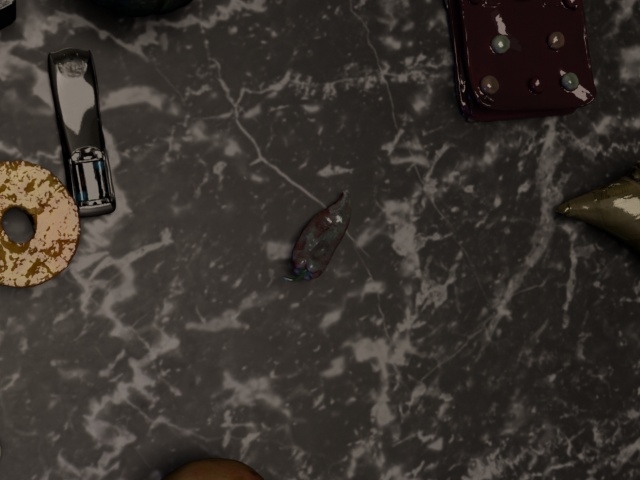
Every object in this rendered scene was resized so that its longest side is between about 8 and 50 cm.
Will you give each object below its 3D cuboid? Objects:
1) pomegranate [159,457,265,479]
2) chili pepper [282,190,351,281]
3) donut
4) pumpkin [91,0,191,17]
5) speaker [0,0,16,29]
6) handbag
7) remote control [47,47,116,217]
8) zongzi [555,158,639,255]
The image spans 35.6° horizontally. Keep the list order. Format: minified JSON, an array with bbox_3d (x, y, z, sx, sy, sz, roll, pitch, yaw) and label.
[{"bbox_3d":[-0.131,0.349,1.164,0.191,0.191,0.191,2,85,-18],"label":"pomegranate"},{"bbox_3d":[-0.001,0.000,1.312,0.050,0.041,0.153,47,56,-29],"label":"chili pepper"},{"bbox_3d":[-0.361,-0.019,1.189,0.151,0.058,0.152,1,86,-18],"label":"donut"},{"bbox_3d":[-0.231,-0.368,1.213,0.211,0.152,0.212,21,51,-28],"label":"pumpkin"},{"bbox_3d":[-0.438,-0.357,1.185,0.044,0.082,0.218,-32,94,-17],"label":"speaker"},{"bbox_3d":[0.286,-0.282,1.413,0.203,0.074,0.216,-4,86,-19],"label":"handbag"},{"bbox_3d":[-0.296,-0.134,1.236,0.059,0.028,0.212,-10,88,-17],"label":"remote control"},{"bbox_3d":[0.455,-0.010,1.434,0.197,0.099,0.195,-25,93,-8],"label":"zongzi"}]
